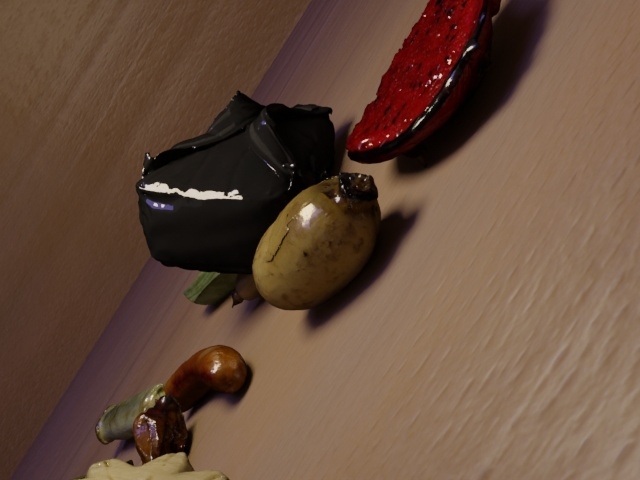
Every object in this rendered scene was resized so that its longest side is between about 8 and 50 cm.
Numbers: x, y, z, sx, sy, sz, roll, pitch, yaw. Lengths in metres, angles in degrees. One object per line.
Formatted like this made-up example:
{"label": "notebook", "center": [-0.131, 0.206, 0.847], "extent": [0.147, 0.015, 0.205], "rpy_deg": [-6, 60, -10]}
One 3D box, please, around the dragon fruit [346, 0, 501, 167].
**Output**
{"label": "dragon fruit", "center": [0.171, -0.232, 1.257], "extent": [0.343, 0.100, 0.282], "rpy_deg": [-57, 17, 15]}

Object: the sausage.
{"label": "sausage", "center": [-0.205, 0.244, 1.547], "extent": [0.302, 0.076, 0.102], "rpy_deg": [-35, 36, 57]}

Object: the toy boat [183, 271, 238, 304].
{"label": "toy boat", "center": [-0.220, 0.083, 1.877], "extent": [0.293, 0.093, 0.055], "rpy_deg": [-41, 49, 48]}

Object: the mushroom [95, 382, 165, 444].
{"label": "mushroom", "center": [-0.412, 0.390, 1.897], "extent": [0.312, 0.081, 0.099], "rpy_deg": [-30, 35, 51]}

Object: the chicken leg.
{"label": "chicken leg", "center": [-0.279, 0.378, 1.459], "extent": [0.093, 0.113, 0.304], "rpy_deg": [-22, 21, 3]}

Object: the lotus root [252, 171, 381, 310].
{"label": "lotus root", "center": [0.000, 0.000, 1.269], "extent": [0.284, 0.146, 0.160], "rpy_deg": [-52, 35, 43]}

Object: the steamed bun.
{"label": "steamed bun", "center": [-0.253, 0.399, 1.163], "extent": [0.292, 0.296, 0.137], "rpy_deg": [-55, -40, -72]}

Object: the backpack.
{"label": "backpack", "center": [-0.139, -0.135, 1.653], "extent": [0.445, 0.364, 0.254], "rpy_deg": [-64, -28, -55]}

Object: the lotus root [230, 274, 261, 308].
{"label": "lotus root", "center": [-0.121, 0.068, 1.633], "extent": [0.150, 0.062, 0.073], "rpy_deg": [-44, 20, 8]}

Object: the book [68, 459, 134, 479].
{"label": "book", "center": [-0.341, 0.439, 1.333], "extent": [0.228, 0.024, 0.160], "rpy_deg": [20, -119, -74]}
